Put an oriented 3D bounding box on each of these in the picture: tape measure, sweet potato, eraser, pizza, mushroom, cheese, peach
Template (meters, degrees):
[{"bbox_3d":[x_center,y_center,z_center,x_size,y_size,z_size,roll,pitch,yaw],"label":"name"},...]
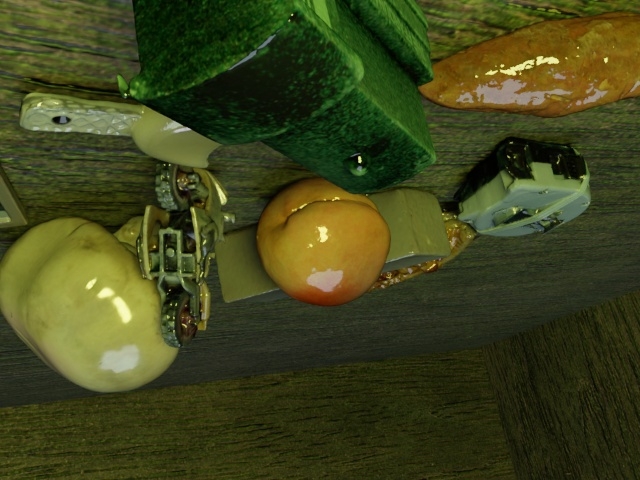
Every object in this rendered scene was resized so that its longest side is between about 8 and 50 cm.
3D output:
[{"bbox_3d":[0.304,-0.070,1.016,0.181,0.107,0.182,2,156,-18],"label":"tape measure"},{"bbox_3d":[0.218,-0.168,0.686,0.252,0.097,0.097,-8,162,2],"label":"sweet potato"},{"bbox_3d":[0.017,0.009,1.062,0.353,0.111,0.077,-15,164,8],"label":"eraser"},{"bbox_3d":[0.113,0.028,1.214,0.226,0.086,0.336,12,154,-43],"label":"pizza"},{"bbox_3d":[-0.281,0.067,0.911,0.234,0.260,0.254,-45,175,-31],"label":"mushroom"},{"bbox_3d":[-0.163,-0.115,0.665,0.235,0.049,0.127,-1,160,-35],"label":"cheese"},{"bbox_3d":[0.000,0.000,0.919,0.184,0.184,0.184,-11,162,-3],"label":"peach"}]

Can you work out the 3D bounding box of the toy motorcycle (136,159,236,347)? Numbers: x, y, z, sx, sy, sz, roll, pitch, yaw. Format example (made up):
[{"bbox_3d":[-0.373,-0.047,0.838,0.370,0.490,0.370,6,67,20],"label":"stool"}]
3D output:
[{"bbox_3d":[-0.152,0.007,0.815,0.094,0.229,0.130,1,-172,11],"label":"toy motorcycle"}]

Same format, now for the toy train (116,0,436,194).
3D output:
[{"bbox_3d":[-0.017,-0.137,0.485,0.139,0.178,0.330,-21,159,24],"label":"toy train"}]

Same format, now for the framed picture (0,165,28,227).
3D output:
[{"bbox_3d":[-0.490,-0.048,0.707,0.315,0.024,0.232,-8,161,-13],"label":"framed picture"}]

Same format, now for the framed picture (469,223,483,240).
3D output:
[{"bbox_3d":[0.225,-0.006,1.314,0.201,0.010,0.136,0,158,-30],"label":"framed picture"}]
